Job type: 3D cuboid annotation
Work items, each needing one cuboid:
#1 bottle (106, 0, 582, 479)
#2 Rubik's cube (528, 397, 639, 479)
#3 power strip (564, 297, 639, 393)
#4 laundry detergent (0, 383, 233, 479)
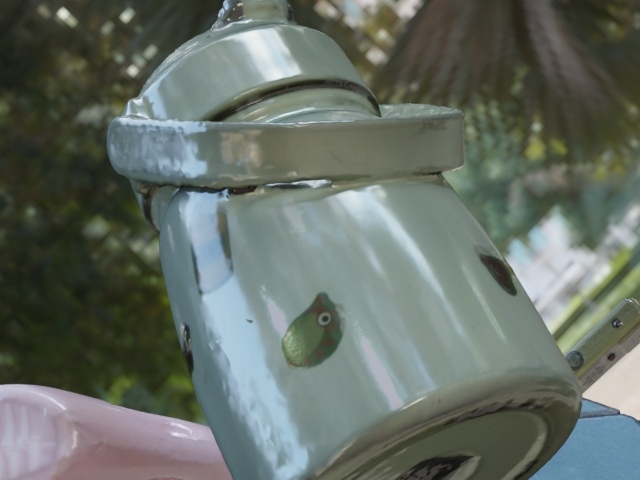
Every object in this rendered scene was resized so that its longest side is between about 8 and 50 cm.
[{"bbox_3d":[0.000,0.000,1.177,0.229,0.351,0.229,-20,-27,-11],"label":"bottle"},{"bbox_3d":[0.178,0.250,1.379,0.205,0.205,0.207,-36,-40,-57],"label":"Rubik's cube"},{"bbox_3d":[0.233,0.108,1.664,0.169,0.028,0.076,-44,-20,3],"label":"power strip"},{"bbox_3d":[-0.142,0.172,1.457,0.159,0.087,0.335,-4,-13,30],"label":"laundry detergent"}]
